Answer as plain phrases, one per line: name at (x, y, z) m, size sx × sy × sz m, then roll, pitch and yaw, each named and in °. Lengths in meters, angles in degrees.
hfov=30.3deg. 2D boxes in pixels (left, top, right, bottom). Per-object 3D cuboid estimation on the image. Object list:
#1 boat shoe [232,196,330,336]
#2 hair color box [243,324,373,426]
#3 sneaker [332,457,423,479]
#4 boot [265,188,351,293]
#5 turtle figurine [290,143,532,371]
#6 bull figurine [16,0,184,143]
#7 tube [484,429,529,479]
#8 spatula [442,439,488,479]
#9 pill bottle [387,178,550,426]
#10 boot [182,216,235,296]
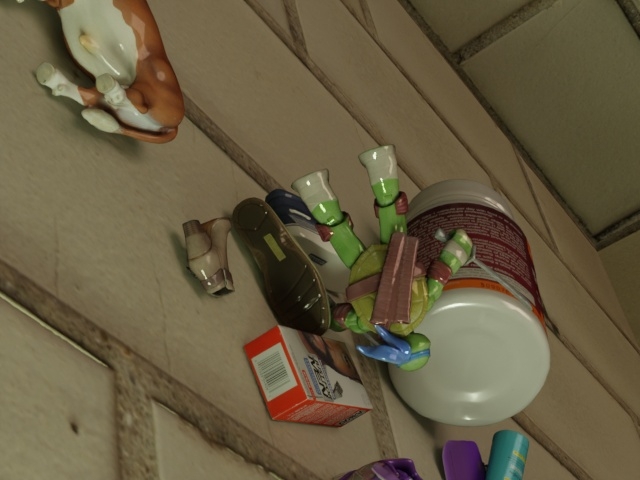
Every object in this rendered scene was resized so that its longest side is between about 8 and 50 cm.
boat shoe at (-0.040, 0.034, 1.444) m, size 0.190 × 0.068 × 0.072 m, roll 64°, pitch 3°, yaw 10°
hair color box at (-0.011, 0.156, 1.340) m, size 0.167 × 0.053 × 0.093 m, roll 24°, pitch 39°, yaw -62°
sneaker at (0.045, 0.277, 1.221) m, size 0.095 × 0.105 × 0.236 m, roll 63°, pitch 20°, yaw 6°
boot at (0.000, 0.000, 1.576) m, size 0.190 × 0.069 × 0.086 m, roll 36°, pitch 32°, yaw -46°
turtle figurine at (0.081, 0.027, 1.480) m, size 0.275 × 0.198 × 0.266 m, roll -19°, pitch 88°, yaw -50°
bull figurine at (-0.247, -0.245, 1.278) m, size 0.310 × 0.101 × 0.188 m, roll 60°, pitch 22°, yaw 9°
tube at (0.248, 0.364, 1.645) m, size 0.080 × 0.052 × 0.207 m, roll 43°, pitch 47°, yaw -27°
spatula at (0.245, 0.340, 1.742) m, size 0.296 × 0.030 × 0.084 m, roll 25°, pitch 51°, yaw -62°
pill bottle at (0.212, 0.076, 1.762) m, size 0.224 × 0.224 × 0.392 m, roll 52°, pitch 21°, yaw -22°
boot at (-0.116, 0.020, 1.309) m, size 0.087 × 0.042 × 0.118 m, roll 68°, pitch 21°, yaw 6°
